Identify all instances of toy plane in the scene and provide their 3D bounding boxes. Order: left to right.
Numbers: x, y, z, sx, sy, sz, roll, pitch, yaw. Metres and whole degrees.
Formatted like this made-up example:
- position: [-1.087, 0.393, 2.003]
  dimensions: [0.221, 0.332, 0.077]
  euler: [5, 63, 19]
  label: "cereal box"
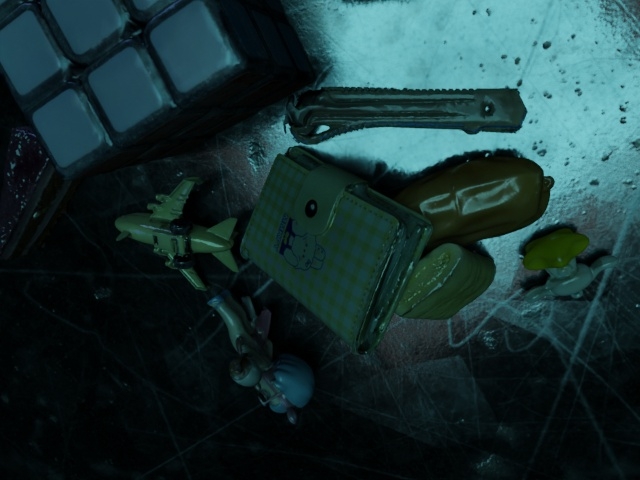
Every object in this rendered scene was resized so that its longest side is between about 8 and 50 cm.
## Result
- position: [-0.259, -0.010, 0.903]
  dimensions: [0.244, 0.092, 0.228]
  euler: [8, 121, 9]
  label: "toy plane"

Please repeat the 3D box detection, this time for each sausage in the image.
- position: [0.216, -0.054, 0.753]
  dimensions: [0.241, 0.136, 0.120]
  euler: [-17, 94, 13]
  label: "sausage"

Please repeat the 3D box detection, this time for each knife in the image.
- position: [0.123, -0.194, 0.783]
  dimensions: [0.365, 0.043, 0.089]
  euler: [2, 106, 12]
  label: "knife"

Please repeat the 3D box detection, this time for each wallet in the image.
- position: [0.000, 0.000, 0.772]
  dimensions: [0.309, 0.077, 0.223]
  euler: [35, 115, 41]
  label: "wallet"

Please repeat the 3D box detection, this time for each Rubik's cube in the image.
- position: [-0.231, -0.293, 0.701]
  dimensions: [0.304, 0.305, 0.301]
  euler: [-24, 99, 17]
  label: "Rubik's cube"

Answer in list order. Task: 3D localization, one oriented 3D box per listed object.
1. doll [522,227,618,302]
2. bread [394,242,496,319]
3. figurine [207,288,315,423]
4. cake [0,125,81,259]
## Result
- position: [0.378, 0.041, 0.774]
  dimensions: [0.135, 0.071, 0.113]
  euler: [-6, 112, 11]
  label: "doll"
- position: [0.186, 0.068, 0.767]
  dimensions: [0.139, 0.178, 0.060]
  euler: [-43, 61, 21]
  label: "bread"
- position: [-0.102, 0.195, 0.889]
  dimensions: [0.103, 0.205, 0.260]
  euler: [-35, 92, -4]
  label: "figurine"
- position: [-0.526, -0.092, 0.934]
  dimensions: [0.113, 0.116, 0.295]
  euler: [34, 108, 7]
  label: "cake"
